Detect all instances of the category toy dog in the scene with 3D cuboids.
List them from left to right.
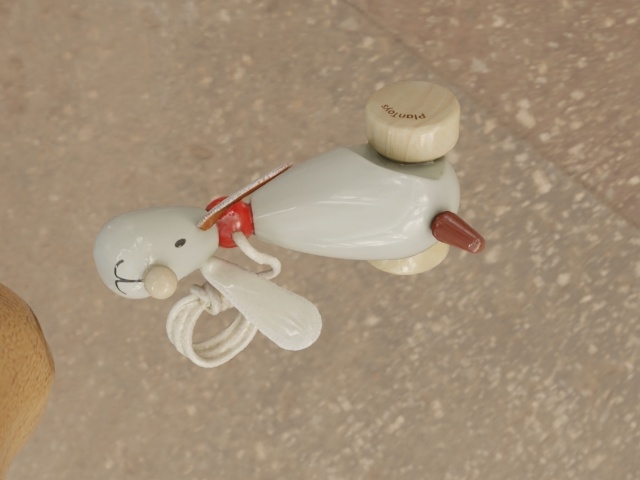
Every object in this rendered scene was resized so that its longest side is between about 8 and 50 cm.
[{"bbox_3d":[0.000,0.000,1.021,0.161,0.334,0.220,49,171,50],"label":"toy dog"}]

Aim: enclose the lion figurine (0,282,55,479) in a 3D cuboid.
[{"bbox_3d":[-0.165,0.090,0.437,0.240,0.392,0.142,6,128,-9],"label":"lion figurine"}]
